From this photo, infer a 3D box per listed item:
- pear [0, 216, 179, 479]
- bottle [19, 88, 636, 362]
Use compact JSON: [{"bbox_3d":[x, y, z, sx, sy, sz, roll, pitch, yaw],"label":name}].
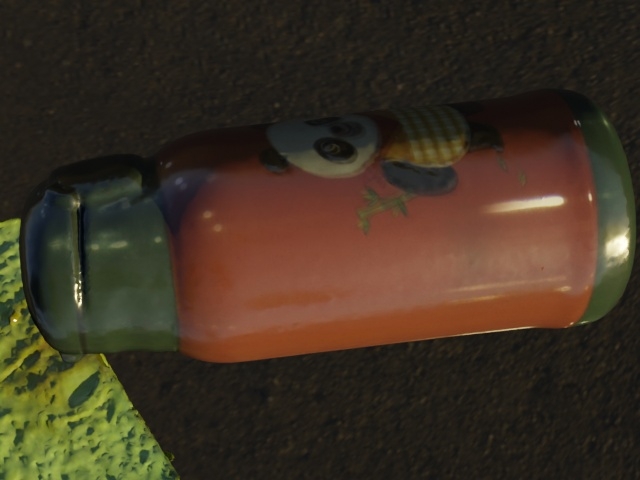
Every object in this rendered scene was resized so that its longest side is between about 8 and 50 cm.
[{"bbox_3d":[-0.280,0.162,1.000,0.288,0.239,0.139,55,162,17],"label":"pear"},{"bbox_3d":[0.000,0.000,0.676,0.336,0.144,0.144,-8,102,-11],"label":"bottle"}]
